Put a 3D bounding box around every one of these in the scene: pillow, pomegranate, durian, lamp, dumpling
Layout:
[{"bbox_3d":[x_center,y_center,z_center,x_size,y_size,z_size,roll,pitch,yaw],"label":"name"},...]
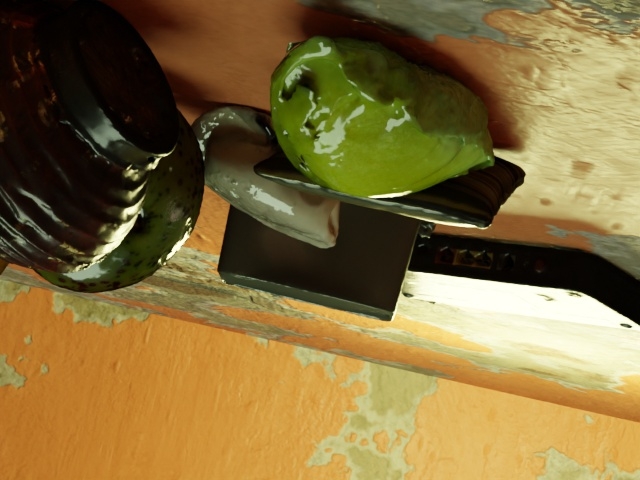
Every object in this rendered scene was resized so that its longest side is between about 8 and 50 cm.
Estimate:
[{"bbox_3d":[0.066,-0.061,1.484,0.208,0.052,0.212,14,-163,11],"label":"pillow"},{"bbox_3d":[-0.222,-0.067,1.605,0.214,0.214,0.248,18,-166,-28],"label":"pomegranate"},{"bbox_3d":[0.039,-0.101,1.314,0.139,0.101,0.250,-34,144,30],"label":"durian"},{"bbox_3d":[-0.241,-0.085,1.368,0.247,0.247,0.247,13,171,2],"label":"lamp"},{"bbox_3d":[-0.056,-0.064,1.661,0.150,0.092,0.176,4,164,43],"label":"dumpling"}]

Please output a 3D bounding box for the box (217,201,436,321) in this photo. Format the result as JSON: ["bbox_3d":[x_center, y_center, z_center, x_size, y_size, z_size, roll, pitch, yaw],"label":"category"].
[{"bbox_3d":[0.000,0.000,1.842,0.243,0.135,0.163,13,171,1],"label":"box"}]

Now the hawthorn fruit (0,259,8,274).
[{"bbox_3d":[-0.431,-0.065,1.666,0.267,0.268,0.301,7,164,34],"label":"hawthorn fruit"}]

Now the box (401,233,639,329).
[{"bbox_3d":[0.211,0.046,2.071,0.350,0.058,0.211,7,170,36],"label":"box"}]
